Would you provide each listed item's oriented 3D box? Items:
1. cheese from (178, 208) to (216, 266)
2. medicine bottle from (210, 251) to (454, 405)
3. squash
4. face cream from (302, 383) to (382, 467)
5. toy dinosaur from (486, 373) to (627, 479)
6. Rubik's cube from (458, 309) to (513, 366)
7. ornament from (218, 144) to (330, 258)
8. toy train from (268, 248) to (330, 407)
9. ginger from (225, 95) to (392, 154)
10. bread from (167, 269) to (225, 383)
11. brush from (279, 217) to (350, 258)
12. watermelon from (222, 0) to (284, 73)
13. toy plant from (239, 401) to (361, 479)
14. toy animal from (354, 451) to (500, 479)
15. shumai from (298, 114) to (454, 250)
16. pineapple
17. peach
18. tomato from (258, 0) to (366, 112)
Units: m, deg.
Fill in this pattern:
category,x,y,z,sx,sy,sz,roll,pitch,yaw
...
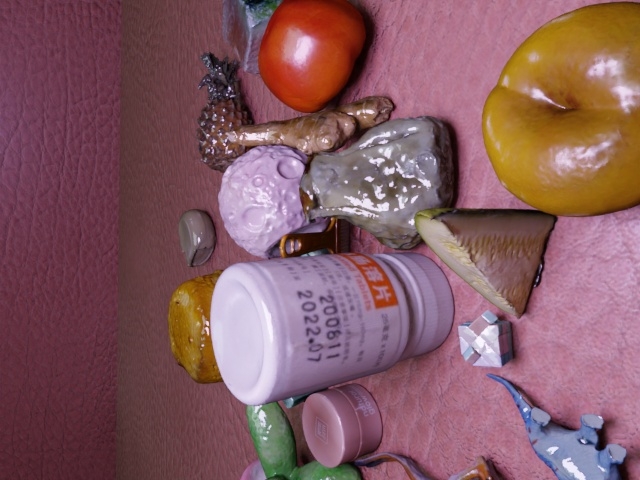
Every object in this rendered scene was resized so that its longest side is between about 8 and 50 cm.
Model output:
category,x,y,z,sx,sy,sz,roll,pitch,yaw
cheese,-0.435,-0.024,1.658,0.202,0.091,0.175,61,137,34
medicine bottle,0.028,0.125,0.783,0.211,0.371,0.211,7,99,53
squash,0.193,0.030,0.647,0.093,0.252,0.169,30,116,51
face cream,0.044,0.387,1.002,0.149,0.104,0.149,5,97,54
toy dinosaur,0.335,0.282,0.614,0.329,0.076,0.144,55,165,36
Rubik's cube,0.249,0.151,0.728,0.073,0.075,0.084,-9,70,38
ornament,-0.101,-0.094,1.047,0.259,0.259,0.225,-46,66,45
toy train,-0.046,0.198,1.081,0.253,0.160,0.397,52,134,27
ginger,-0.026,-0.219,0.938,0.333,0.081,0.148,-2,48,22
bread,-0.325,0.269,1.430,0.358,0.204,0.337,15,109,51
brush,0.000,0.000,0.897,0.017,0.314,0.090,0,94,24
watermelon,-0.164,-0.565,1.195,0.302,0.151,0.264,-56,50,39
toy plant,-0.105,0.570,1.110,0.317,0.210,0.356,34,123,20
toy animal,0.197,0.448,0.819,0.302,0.225,0.284,-52,30,26
shumai,0.093,-0.099,0.814,0.260,0.222,0.225,-41,57,42
pineapple,-0.276,-0.375,1.373,0.175,0.175,0.361,-32,56,50
peach,0.311,-0.152,0.566,0.251,0.153,0.251,1,91,47
tomato,-0.028,-0.385,0.968,0.260,0.180,0.260,-51,28,41
